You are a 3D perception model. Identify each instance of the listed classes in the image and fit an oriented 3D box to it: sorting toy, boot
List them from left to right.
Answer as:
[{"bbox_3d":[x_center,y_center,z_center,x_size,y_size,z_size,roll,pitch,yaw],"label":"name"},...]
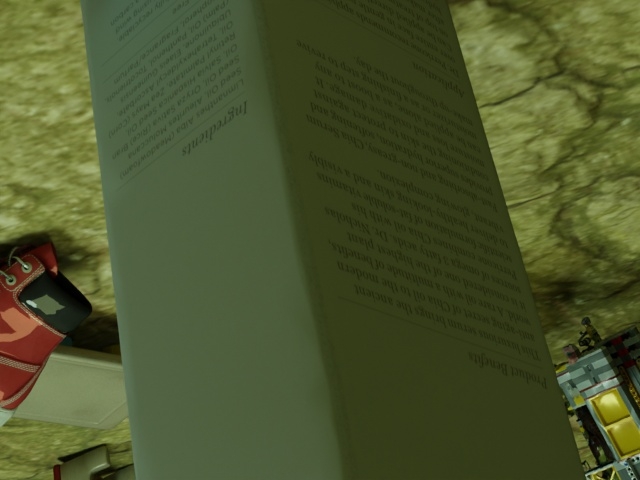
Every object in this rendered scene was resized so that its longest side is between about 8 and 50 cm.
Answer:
[{"bbox_3d":[-0.334,0.043,1.182,0.244,0.088,0.176,33,103,-28],"label":"boot"},{"bbox_3d":[-0.261,0.144,1.396,0.348,0.047,0.196,14,148,-33],"label":"sorting toy"}]

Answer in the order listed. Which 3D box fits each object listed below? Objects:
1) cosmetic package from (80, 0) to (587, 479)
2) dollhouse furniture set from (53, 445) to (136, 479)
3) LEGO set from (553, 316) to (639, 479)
[{"bbox_3d":[0.000,0.000,0.840,0.161,0.453,0.230,-33,143,32],"label":"cosmetic package"},{"bbox_3d":[-0.252,0.432,1.730,0.152,0.201,0.374,-19,150,12],"label":"dollhouse furniture set"},{"bbox_3d":[0.320,0.184,1.517,0.331,0.192,0.255,-22,173,-44],"label":"LEGO set"}]
